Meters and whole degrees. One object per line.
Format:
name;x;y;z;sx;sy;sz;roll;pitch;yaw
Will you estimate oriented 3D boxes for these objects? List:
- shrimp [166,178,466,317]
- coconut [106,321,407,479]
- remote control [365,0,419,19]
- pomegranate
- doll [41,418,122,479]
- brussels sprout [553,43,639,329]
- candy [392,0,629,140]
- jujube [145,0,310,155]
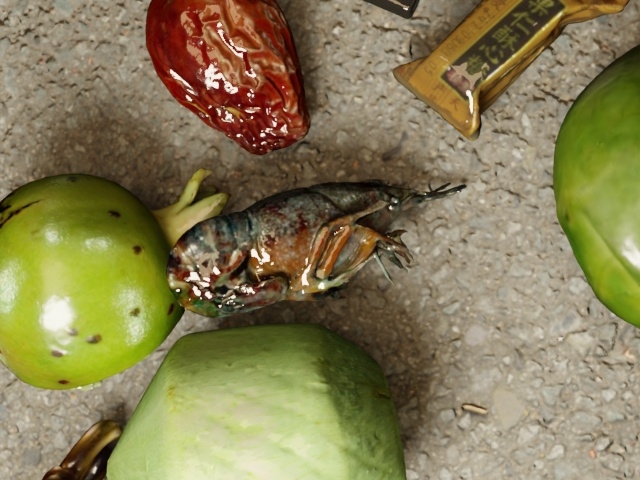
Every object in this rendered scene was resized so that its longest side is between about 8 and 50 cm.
shrimp;-0.002;0.000;0.986;0.372;0.172;0.137;-8;98;-22
coconut;-0.075;0.233;0.927;0.328;0.281;0.329;-1;58;2
remote control;0.014;-0.348;1.037;0.245;0.025;0.063;25;91;8
pomegranate;-0.257;0.029;0.991;0.340;0.260;0.260;-36;85;-13
doll;-0.290;0.393;0.955;0.209;0.339;0.318;13;99;24
brussels sprout;0.406;-0.031;0.852;0.276;0.315;0.371;-34;91;32
candy;0.225;-0.242;0.968;0.271;0.101;0.143;-44;77;2
jujube;-0.104;-0.211;1.004;0.168;0.168;0.236;-32;101;9
